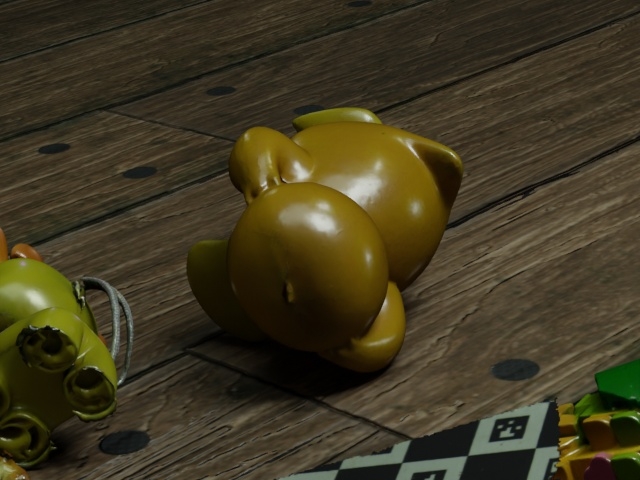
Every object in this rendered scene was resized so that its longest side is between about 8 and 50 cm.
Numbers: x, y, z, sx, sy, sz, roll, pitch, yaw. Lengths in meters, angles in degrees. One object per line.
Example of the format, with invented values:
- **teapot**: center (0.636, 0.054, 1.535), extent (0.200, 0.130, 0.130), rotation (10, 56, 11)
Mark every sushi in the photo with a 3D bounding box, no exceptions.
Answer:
- **sushi**: center (0.052, 0.205, 0.877), extent (0.192, 0.043, 0.279), rotation (-18, 26, 12)

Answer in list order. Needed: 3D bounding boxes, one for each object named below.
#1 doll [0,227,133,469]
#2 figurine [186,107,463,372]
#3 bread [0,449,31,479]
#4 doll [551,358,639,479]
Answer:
- **doll**: center (-0.210, 0.067, 1.207), extent (0.135, 0.143, 0.221), rotation (-38, 20, 11)
- **figurine**: center (0.008, -0.006, 1.268), extent (0.215, 0.215, 0.228), rotation (16, 43, 42)
- **bread**: center (-0.271, 0.170, 1.053), extent (0.187, 0.065, 0.103), rotation (11, 21, 33)
- **doll**: center (0.189, 0.127, 0.987), extent (0.186, 0.106, 0.134), rotation (-20, 10, 9)
